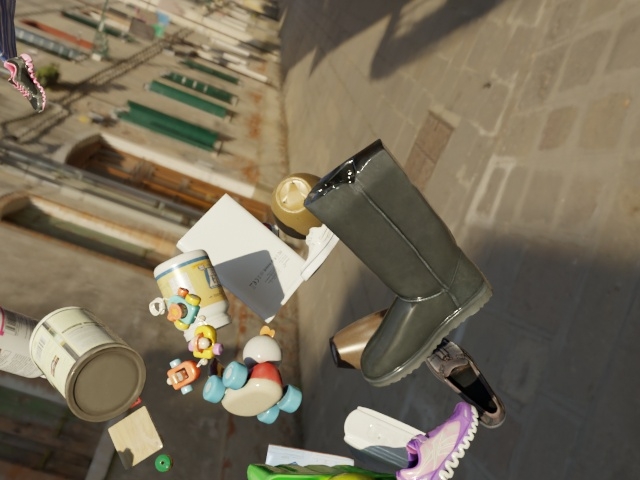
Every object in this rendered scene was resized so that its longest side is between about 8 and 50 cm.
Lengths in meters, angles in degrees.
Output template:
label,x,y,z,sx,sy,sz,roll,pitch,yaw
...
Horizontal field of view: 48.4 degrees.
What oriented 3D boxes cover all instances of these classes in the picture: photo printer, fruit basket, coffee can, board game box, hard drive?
label,x,y,z,sx,sy,sz,roll,pitch,yaw
photo printer,0.196,0.548,1.847,0.107,0.256,0.307,-63,-19,-21
fruit basket,0.033,0.613,1.533,0.392,0.392,0.283,-161,83,-80
coffee can,-0.594,0.306,1.809,0.275,0.201,0.201,24,95,47
board game box,-0.039,0.747,2.280,0.027,0.281,0.145,109,171,-78
hard drive,-0.222,0.050,2.140,0.233,0.353,0.047,-51,2,-33

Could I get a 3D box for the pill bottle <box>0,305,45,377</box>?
label,x,y,z,sx,sy,sz,roll,pitch,yaw
pill bottle,-0.836,0.291,1.989,0.160,0.283,0.160,-17,58,28

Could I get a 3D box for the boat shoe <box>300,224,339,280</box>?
label,x,y,z,sx,sy,sz,roll,pitch,yaw
boat shoe,0.000,0.000,2.000,0.258,0.084,0.095,-56,0,-32

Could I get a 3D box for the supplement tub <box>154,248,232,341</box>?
label,x,y,z,sx,sy,sz,roll,pitch,yaw
supplement tub,-0.314,0.137,1.776,0.199,0.144,0.144,66,161,5

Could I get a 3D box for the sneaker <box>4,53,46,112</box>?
label,x,y,z,sx,sy,sz,roll,pitch,yaw
sneaker,-0.581,-0.305,1.393,0.047,0.119,0.057,-20,3,44

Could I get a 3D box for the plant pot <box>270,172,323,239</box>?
label,x,y,z,sx,sy,sz,roll,pitch,yaw
plant pot,-0.069,-0.135,2.406,0.254,0.237,0.237,48,-119,-81

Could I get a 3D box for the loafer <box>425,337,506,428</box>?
label,x,y,z,sx,sy,sz,roll,pitch,yaw
loafer,0.377,0.355,1.877,0.109,0.302,0.095,-38,-27,-6

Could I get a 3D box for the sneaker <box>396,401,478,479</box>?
label,x,y,z,sx,sy,sz,roll,pitch,yaw
sneaker,0.231,0.414,1.428,0.236,0.104,0.095,-53,-8,-27

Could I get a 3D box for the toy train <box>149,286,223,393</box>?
label,x,y,z,sx,sy,sz,roll,pitch,yaw
toy train,-0.229,0.162,1.155,0.125,0.166,0.046,-26,-9,22

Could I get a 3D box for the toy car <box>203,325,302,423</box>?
label,x,y,z,sx,sy,sz,roll,pitch,yaw
toy car,-0.179,0.357,2.009,0.210,0.219,0.238,-38,33,41

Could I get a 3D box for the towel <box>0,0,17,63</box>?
label,x,y,z,sx,sy,sz,roll,pitch,yaw
towel,-0.644,-0.511,1.348,0.336,0.040,0.243,87,169,-63

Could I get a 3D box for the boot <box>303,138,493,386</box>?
label,x,y,z,sx,sy,sz,roll,pitch,yaw
boot,0.119,0.059,1.526,0.367,0.445,0.146,-43,28,-2

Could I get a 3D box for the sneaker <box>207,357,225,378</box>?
label,x,y,z,sx,sy,sz,roll,pitch,yaw
sneaker,-0.310,0.453,2.337,0.069,0.084,0.185,-74,-22,-47

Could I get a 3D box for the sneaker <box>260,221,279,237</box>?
label,x,y,z,sx,sy,sz,roll,pitch,yaw
sneaker,-0.204,0.078,2.277,0.107,0.118,0.279,104,175,-79

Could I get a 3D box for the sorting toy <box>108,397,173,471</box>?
label,x,y,z,sx,sy,sz,roll,pitch,yaw
sorting toy,-0.533,0.566,2.072,0.132,0.274,0.046,-33,-20,4

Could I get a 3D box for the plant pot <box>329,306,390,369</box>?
label,x,y,z,sx,sy,sz,roll,pitch,yaw
plant pot,0.155,0.364,2.482,0.215,0.230,0.215,167,90,-81
